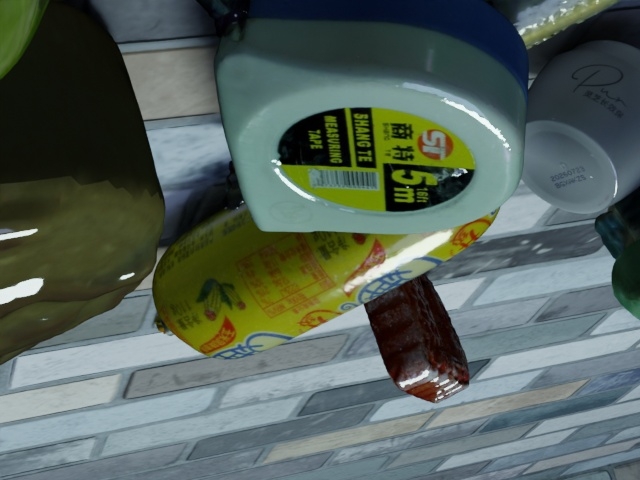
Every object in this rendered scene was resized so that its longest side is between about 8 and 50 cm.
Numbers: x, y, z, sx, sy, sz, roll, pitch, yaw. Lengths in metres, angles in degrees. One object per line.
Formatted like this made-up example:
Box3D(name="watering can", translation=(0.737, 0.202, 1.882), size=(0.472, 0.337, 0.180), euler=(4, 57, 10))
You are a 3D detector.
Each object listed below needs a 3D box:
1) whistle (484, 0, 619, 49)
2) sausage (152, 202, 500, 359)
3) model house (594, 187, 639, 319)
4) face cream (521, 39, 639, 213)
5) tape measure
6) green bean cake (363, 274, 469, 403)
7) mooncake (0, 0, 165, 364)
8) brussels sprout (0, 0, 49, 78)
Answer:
Box3D(name="whistle", translation=(0.224, -0.202, 0.856), size=(0.326, 0.057, 0.068), euler=(-24, 152, 14))
Box3D(name="sausage", translation=(0.000, 0.000, 1.068), size=(0.347, 0.123, 0.123), euler=(-29, 155, 23))
Box3D(name="model house", translation=(0.378, -0.024, 1.048), size=(0.298, 0.243, 0.284), euler=(-36, 175, 20))
Box3D(name="face cream", translation=(0.207, -0.086, 1.010), size=(0.104, 0.117, 0.117), euler=(-48, 175, -33))
Box3D(name="tape measure", translation=(0.020, -0.118, 0.814), size=(0.215, 0.098, 0.351), euler=(3, 154, 8))
Box3D(name="green bean cake", translation=(0.095, 0.089, 1.330), size=(0.056, 0.135, 0.135), euler=(-29, 156, 15))
Box3D(name="mooncake", translation=(-0.232, -0.012, 0.800), size=(0.284, 0.155, 0.284), euler=(-21, 165, -6))
Box3D(name="brussels sprout", translation=(-0.197, -0.144, 0.573), size=(0.183, 0.145, 0.131), euler=(47, 152, -22))
